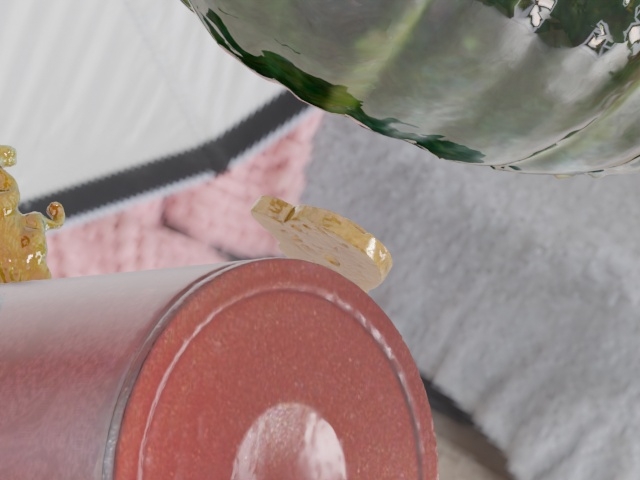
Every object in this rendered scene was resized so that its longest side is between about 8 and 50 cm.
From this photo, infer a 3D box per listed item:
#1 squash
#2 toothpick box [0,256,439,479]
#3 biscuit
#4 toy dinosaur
[{"bbox_3d":[0.048,-0.114,0.442,0.218,0.172,0.218,19,17,-6],"label":"squash"},{"bbox_3d":[-0.132,0.118,0.809,0.333,0.204,0.204,-4,-6,43],"label":"toothpick box"},{"bbox_3d":[0.001,-0.001,1.266,0.118,0.023,0.140,32,-15,-6],"label":"biscuit"},{"bbox_3d":[-0.241,-0.009,1.099,0.212,0.057,0.142,19,36,-37],"label":"toy dinosaur"}]
